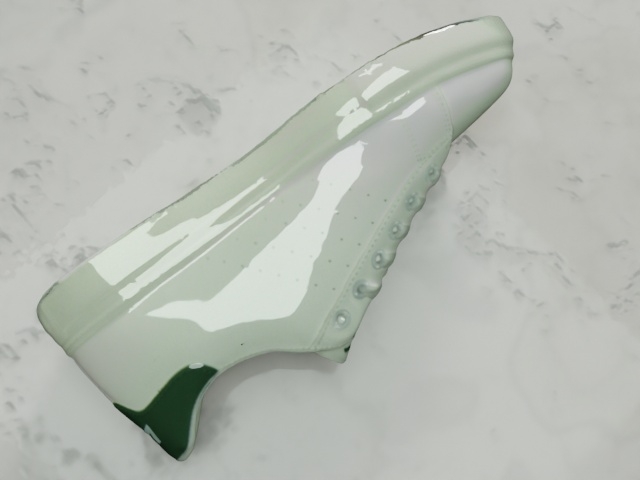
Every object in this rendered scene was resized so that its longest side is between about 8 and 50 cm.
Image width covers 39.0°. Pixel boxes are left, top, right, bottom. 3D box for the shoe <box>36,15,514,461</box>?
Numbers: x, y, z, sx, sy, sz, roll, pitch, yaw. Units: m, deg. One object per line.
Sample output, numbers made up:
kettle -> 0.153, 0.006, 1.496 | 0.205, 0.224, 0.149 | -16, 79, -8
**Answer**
shoe -> 0.000, 0.000, 0.442 | 0.265, 0.095, 0.110 | -33, 87, -3
